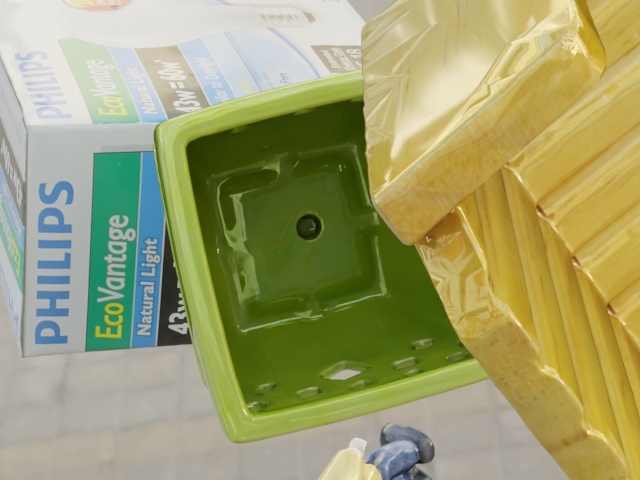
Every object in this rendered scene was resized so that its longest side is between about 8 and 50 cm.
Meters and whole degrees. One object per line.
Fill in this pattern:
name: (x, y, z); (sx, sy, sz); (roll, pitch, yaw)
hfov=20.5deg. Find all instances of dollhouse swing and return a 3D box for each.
dollhouse swing: (0.242, -0.027, 0.883); (0.305, 0.347, 0.315); (-32, 22, 14)

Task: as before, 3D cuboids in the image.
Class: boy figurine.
boy figurine: (0.026, 0.328, 2.086); (0.092, 0.177, 0.285); (18, 33, 36)

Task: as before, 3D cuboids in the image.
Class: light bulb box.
light bulb box: (-0.124, -0.083, 1.638); (0.361, 0.225, 0.358); (-3, 28, -17)

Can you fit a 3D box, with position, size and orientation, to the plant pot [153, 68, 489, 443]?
plant pot: (0.000, 0.000, 1.273); (0.228, 0.227, 0.207); (-13, 5, -11)
